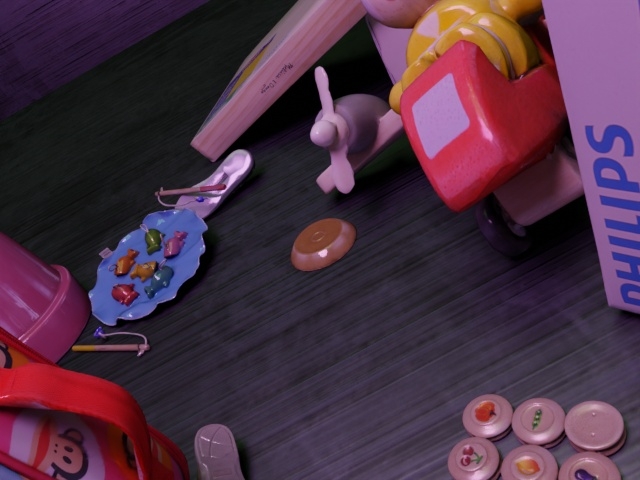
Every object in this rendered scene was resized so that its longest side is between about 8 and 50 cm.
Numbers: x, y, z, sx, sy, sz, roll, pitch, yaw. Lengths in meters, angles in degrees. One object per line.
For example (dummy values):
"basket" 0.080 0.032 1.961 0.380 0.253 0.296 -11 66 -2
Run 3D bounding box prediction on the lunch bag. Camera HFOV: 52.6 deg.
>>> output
"lunch bag" -0.228 0.164 0.413 0.258 0.293 0.120 -36 32 11

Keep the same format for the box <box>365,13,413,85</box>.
"box" 0.163 -0.352 0.963 0.121 0.148 0.311 -14 37 24

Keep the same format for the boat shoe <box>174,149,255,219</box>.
"boat shoe" -0.147 -0.072 0.927 0.142 0.049 0.040 -42 -12 3

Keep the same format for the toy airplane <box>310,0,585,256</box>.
"toy airplane" 0.156 -0.200 0.634 0.386 0.272 0.384 -53 14 -6

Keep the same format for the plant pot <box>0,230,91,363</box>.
"plant pot" -0.429 0.074 0.825 0.201 0.180 0.201 -21 34 15

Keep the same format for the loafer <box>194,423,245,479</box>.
"loafer" -0.078 0.203 0.505 0.045 0.039 0.125 0 33 -14

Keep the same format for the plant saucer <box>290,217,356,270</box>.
"plant saucer" 0.000 0.000 0.732 0.083 0.015 0.083 -21 34 15

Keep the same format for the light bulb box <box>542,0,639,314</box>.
"light bulb box" 0.330 -0.115 0.303 0.361 0.358 0.225 15 52 47

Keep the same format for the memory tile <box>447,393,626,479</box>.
"memory tile" 0.127 0.162 0.410 0.113 0.012 0.148 -2 41 37

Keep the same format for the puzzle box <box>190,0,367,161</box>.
"puzzle box" -0.036 -0.316 1.007 0.408 0.052 0.272 -33 27 43

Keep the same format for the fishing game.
"fishing game" -0.229 0.024 0.833 0.189 0.041 0.264 -2 52 35
